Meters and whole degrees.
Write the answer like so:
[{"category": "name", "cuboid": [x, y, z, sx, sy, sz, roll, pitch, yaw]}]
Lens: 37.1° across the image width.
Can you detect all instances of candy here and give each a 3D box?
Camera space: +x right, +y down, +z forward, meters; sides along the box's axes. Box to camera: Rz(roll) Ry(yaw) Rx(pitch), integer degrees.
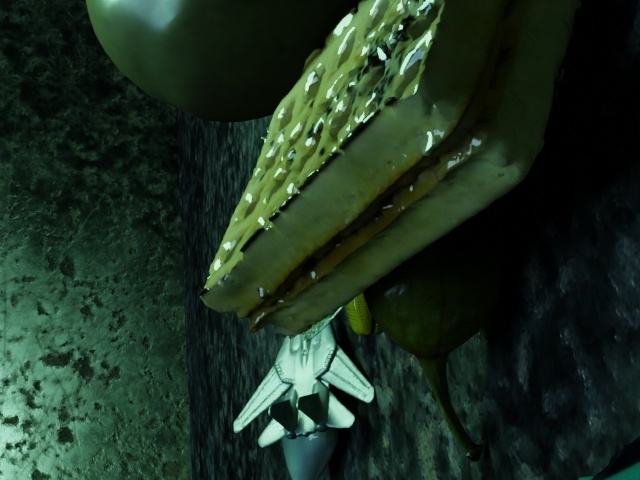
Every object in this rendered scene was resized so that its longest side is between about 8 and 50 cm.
[{"category": "candy", "cuboid": [-0.021, 0.245, 1.353, 0.174, 0.071, 0.138, -105, 25, -42]}]

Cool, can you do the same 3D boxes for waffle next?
[{"category": "waffle", "cuboid": [0.042, -0.086, 0.760, 0.376, 0.114, 0.261, -39, 24, 55]}]

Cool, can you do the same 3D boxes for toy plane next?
[{"category": "toy plane", "cuboid": [-0.009, 0.146, 1.285, 0.088, 0.212, 0.267, 52, -148, -35]}]

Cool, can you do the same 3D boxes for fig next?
[{"category": "fig", "cuboid": [0.109, 0.085, 0.843, 0.124, 0.124, 0.236, -133, 28, -68]}]

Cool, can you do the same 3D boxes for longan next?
[{"category": "longan", "cuboid": [-0.099, -0.320, 1.128, 0.361, 0.361, 0.361, 180, 90, -75]}]

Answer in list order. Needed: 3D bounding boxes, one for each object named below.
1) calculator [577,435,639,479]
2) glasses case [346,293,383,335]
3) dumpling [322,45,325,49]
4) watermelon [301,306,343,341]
[{"category": "calculator", "cuboid": [0.220, 0.216, 0.488, 0.274, 0.058, 0.248, 115, 152, -57]}, {"category": "glasses case", "cuboid": [0.057, -0.009, 1.079, 0.079, 0.064, 0.234, -166, 77, -78]}, {"category": "dumpling", "cuboid": [0.060, -0.191, 1.019, 0.127, 0.108, 0.188, -50, 21, 29]}, {"category": "watermelon", "cuboid": [0.022, -0.006, 1.184, 0.146, 0.128, 0.231, -23, 79, 44]}]
